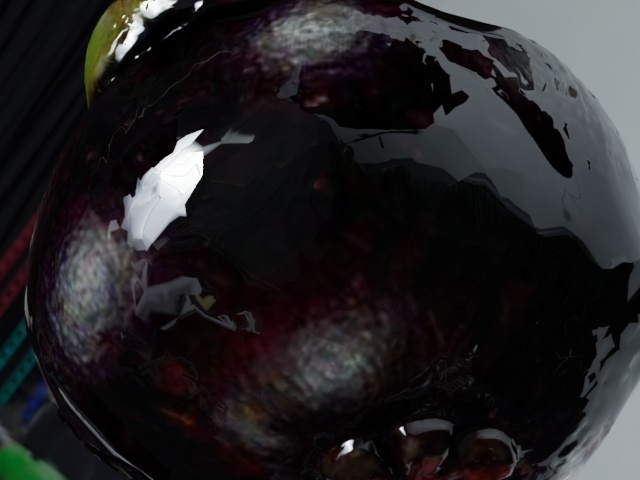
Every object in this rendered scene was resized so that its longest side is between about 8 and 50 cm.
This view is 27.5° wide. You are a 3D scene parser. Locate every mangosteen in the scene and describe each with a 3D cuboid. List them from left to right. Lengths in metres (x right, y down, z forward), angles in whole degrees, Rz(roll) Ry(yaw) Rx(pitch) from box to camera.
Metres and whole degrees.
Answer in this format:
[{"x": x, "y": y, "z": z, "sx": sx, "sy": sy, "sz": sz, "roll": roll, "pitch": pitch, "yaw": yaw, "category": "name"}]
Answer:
[{"x": -0.001, "y": 0.005, "z": 0.575, "sx": 0.288, "sy": 0.233, "sz": 0.287, "roll": 22, "pitch": -173, "yaw": -3, "category": "mangosteen"}]
